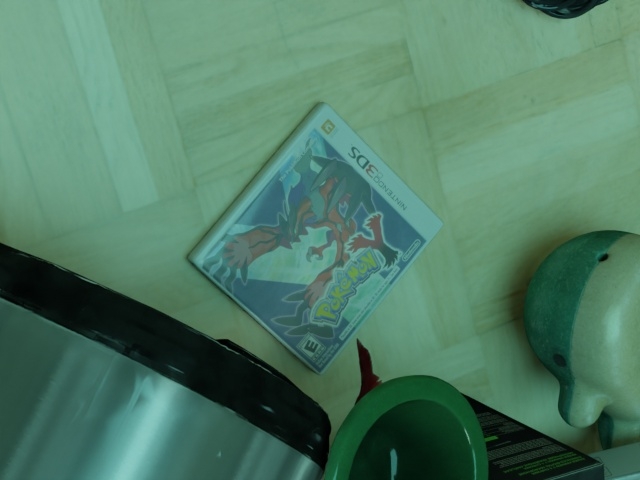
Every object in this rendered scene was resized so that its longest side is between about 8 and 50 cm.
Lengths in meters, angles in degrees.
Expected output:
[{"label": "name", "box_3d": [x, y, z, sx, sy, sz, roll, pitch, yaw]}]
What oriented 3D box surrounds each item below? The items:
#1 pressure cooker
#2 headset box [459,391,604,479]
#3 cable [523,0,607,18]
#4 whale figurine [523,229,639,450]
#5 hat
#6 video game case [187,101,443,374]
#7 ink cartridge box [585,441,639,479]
[{"label": "pressure cooker", "box_3d": [-0.224, 0.248, 0.960, 0.370, 0.375, 0.420, 41, 70, -51]}, {"label": "headset box", "box_3d": [0.157, 0.305, 1.211, 0.131, 0.283, 0.246, -11, 103, -22]}, {"label": "cable", "box_3d": [0.250, -0.302, 1.291, 0.184, 0.047, 0.151, -35, 115, -18]}, {"label": "whale figurine", "box_3d": [0.297, 0.110, 1.340, 0.216, 0.141, 0.272, -49, 138, -29]}, {"label": "hat", "box_3d": [0.023, 0.188, 1.068, 0.208, 0.183, 0.173, -6, 95, -41]}, {"label": "video game case", "box_3d": [0.000, 0.000, 1.236, 0.183, 0.023, 0.201, 43, 80, -23]}, {"label": "ink cartridge box", "box_3d": [0.339, 0.329, 1.357, 0.275, 0.060, 0.239, -12, 114, -6]}]
